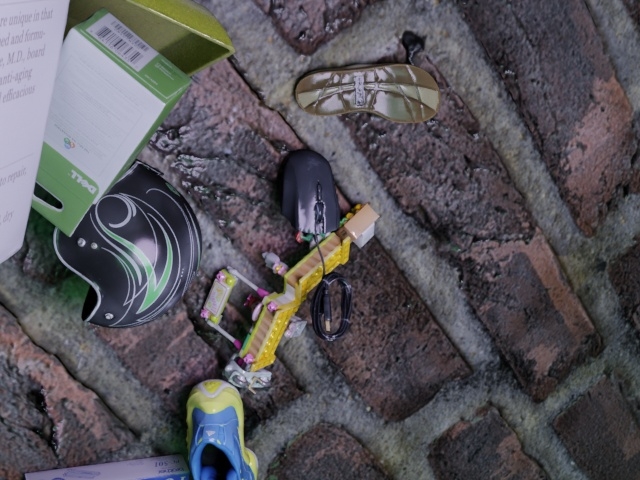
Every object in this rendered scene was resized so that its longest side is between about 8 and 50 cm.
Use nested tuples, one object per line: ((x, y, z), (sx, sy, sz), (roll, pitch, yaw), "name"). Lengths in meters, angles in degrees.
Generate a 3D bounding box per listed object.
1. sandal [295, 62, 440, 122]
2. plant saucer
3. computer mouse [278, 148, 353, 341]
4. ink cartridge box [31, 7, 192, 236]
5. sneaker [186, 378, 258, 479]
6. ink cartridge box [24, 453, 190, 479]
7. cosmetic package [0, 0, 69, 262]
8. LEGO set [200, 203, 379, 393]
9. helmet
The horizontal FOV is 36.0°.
((0.057, -0.182, 1.194), (0.180, 0.049, 0.072), (-1, 109, -9), "sandal")
((-0.204, -0.222, 0.992), (0.188, 0.188, 0.045), (20, 73, -31), "plant saucer")
((0.000, 0.000, 1.170), (0.071, 0.041, 0.242), (-4, 72, -24), "computer mouse")
((-0.228, -0.111, 0.961), (0.109, 0.062, 0.209), (39, 126, -6), "ink cartridge box")
((-0.135, 0.299, 1.271), (0.091, 0.126, 0.240), (-6, 126, 4), "sneaker")
((-0.280, 0.342, 1.290), (0.207, 0.046, 0.097), (-3, 116, -24), "ink cartridge box")
((-0.410, -0.170, 0.748), (0.330, 0.327, 0.393), (17, 109, 5), "cosmetic package")
((-0.054, 0.050, 1.243), (0.287, 0.107, 0.132), (-56, 158, 3), "LEGO set")
((-0.213, 0.011, 1.091), (0.169, 0.169, 0.161), (-35, 107, -6), "helmet")
